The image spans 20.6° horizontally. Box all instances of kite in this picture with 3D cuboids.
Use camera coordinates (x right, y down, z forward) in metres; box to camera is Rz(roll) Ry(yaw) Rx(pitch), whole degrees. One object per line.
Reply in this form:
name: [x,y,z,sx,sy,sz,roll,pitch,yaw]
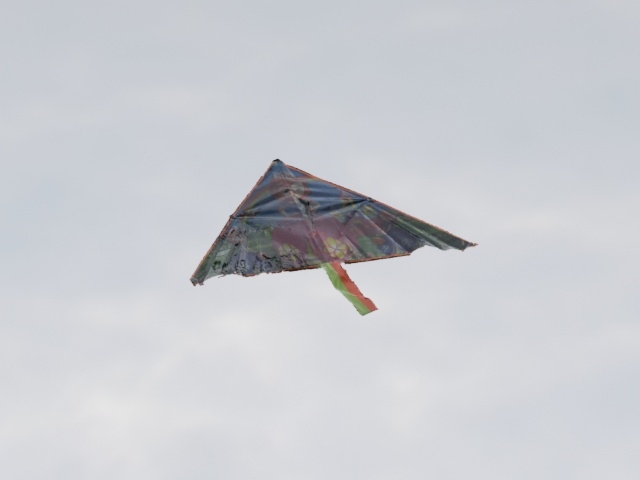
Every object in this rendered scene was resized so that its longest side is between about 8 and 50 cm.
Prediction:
kite: [0.000,0.000,1.085,0.190,0.159,0.010,-6,-131,17]
